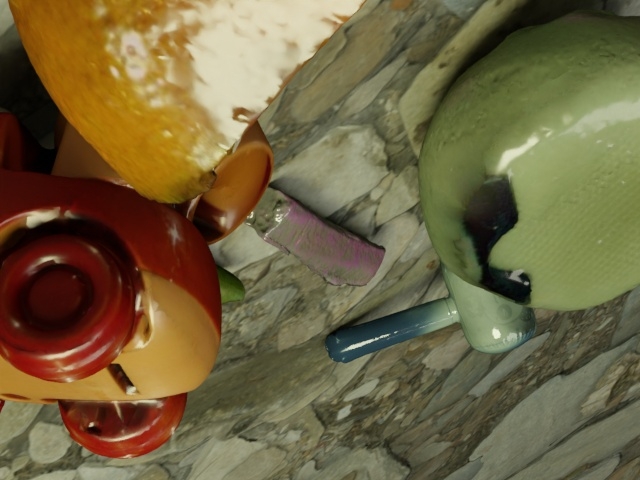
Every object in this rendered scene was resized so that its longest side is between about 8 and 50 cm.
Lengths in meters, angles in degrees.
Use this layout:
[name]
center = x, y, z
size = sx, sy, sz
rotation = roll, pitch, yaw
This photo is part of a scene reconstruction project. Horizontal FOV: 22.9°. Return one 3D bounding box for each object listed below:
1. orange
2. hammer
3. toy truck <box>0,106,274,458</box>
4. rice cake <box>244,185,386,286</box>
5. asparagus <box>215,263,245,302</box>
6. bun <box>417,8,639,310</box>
[orange]
center = -0.023, -0.168, 0.729
size = 0.274, 0.274, 0.310
rotation = -23, 142, -29
[hammer]
center = 0.096, 0.069, 1.468
size = 0.194, 0.116, 0.069
rotation = -20, 180, 5
[toy truck]
center = -0.163, -0.010, 0.920
size = 0.265, 0.239, 0.189
rotation = 2, 154, 10
[rice cake]
center = 0.000, 0.000, 1.278
size = 0.047, 0.036, 0.207
rotation = -47, 152, 7
[asparagus]
center = -0.107, 0.021, 1.171
size = 0.178, 0.041, 0.045
rotation = 34, 61, -64
[bun]
center = 0.203, -0.082, 1.270
size = 0.283, 0.179, 0.283
rotation = -11, 141, -9
